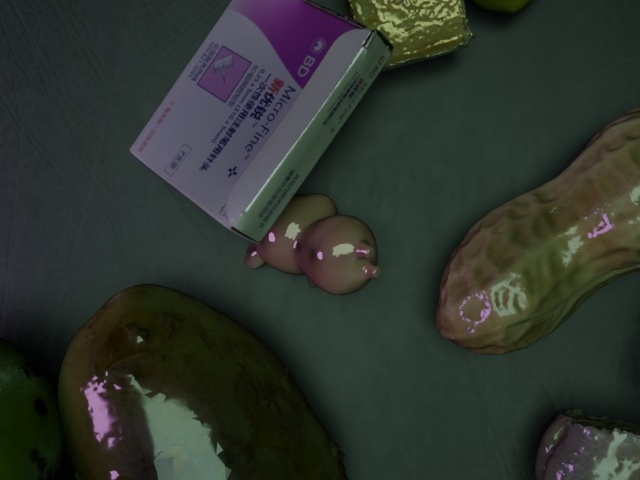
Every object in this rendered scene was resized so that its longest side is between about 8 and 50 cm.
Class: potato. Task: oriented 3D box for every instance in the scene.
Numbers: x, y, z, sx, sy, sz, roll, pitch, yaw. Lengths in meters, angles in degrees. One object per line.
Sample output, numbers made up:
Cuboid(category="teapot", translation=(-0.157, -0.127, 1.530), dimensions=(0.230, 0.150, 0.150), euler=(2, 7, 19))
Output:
Cuboid(category="potato", translation=(-0.100, 0.181, 0.786), dimensions=(0.210, 0.173, 0.307), euler=(-29, 92, 0))

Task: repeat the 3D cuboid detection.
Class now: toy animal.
Cuboid(category="toy animal", translation=(-0.004, 0.000, 0.818), dimensions=(0.150, 0.089, 0.084), euler=(17, 89, 40))

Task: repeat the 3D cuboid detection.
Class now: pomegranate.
Cuboid(category="pomegranate", translation=(-0.320, 0.209, 0.790), dimensions=(0.230, 0.231, 0.286), euler=(-8, 116, 2))

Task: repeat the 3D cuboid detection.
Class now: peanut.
Cuboid(category="peanut", translation=(0.223, -0.007, 0.799), dimensions=(0.298, 0.136, 0.120), euler=(-36, 97, 1))

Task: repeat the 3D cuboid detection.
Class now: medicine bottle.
Cuboid(category="medicine bottle", translation=(-0.053, -0.117, 0.812), dimensions=(0.171, 0.052, 0.201), euler=(37, 92, 39))

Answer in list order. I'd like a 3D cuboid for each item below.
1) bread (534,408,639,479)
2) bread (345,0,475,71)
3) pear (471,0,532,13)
Cuboid(category="bread", translation=(0.349, 0.251, 0.808), dimensions=(0.337, 0.102, 0.183), euler=(9, 92, 0))
Cuboid(category="bread", translation=(0.071, -0.219, 0.839), dimensions=(0.106, 0.082, 0.125), euler=(-15, 98, 12))
Cuboid(category="pear", translation=(0.159, -0.251, 0.832), dimensions=(0.097, 0.092, 0.092), euler=(43, 90, 3))
